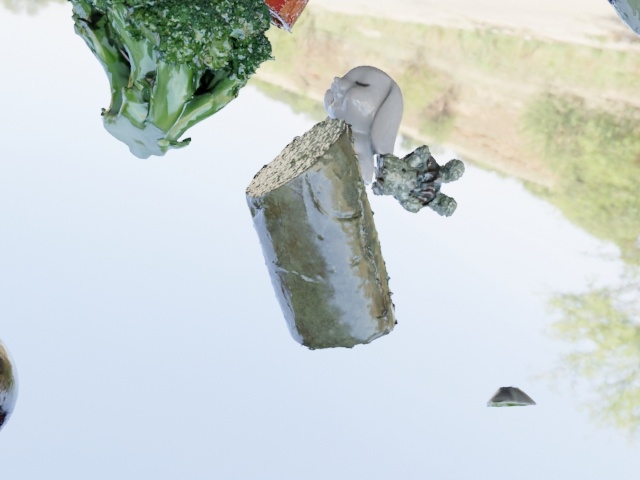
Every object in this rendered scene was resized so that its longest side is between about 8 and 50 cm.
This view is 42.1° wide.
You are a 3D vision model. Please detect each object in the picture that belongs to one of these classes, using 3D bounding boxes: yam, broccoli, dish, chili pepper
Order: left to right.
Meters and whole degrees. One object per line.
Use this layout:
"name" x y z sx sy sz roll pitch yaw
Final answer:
"broccoli" -0.187 -0.230 0.987 0.265 0.246 0.294 15 165 -4
"chili pepper" -0.030 -0.402 1.234 0.065 0.169 0.088 33 -179 17
"yam" 0.000 0.000 1.128 0.167 0.304 0.168 -14 -154 7
"dish" 0.370 0.308 1.651 0.091 0.039 0.137 -9 163 28

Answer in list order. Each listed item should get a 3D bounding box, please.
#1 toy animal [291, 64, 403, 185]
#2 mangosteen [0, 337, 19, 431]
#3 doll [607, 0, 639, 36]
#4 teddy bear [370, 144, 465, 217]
"toy animal" 0.084 -0.274 1.933 0.206 0.265 0.271 21 176 -35
"mangosteen" -0.505 0.167 1.055 0.211 0.211 0.250 4 -148 -48
"doll" 0.439 -0.371 1.126 0.234 0.135 0.143 54 -178 14
"teddy bear" 0.169 -0.122 1.592 0.213 0.133 0.111 9 -170 -31
